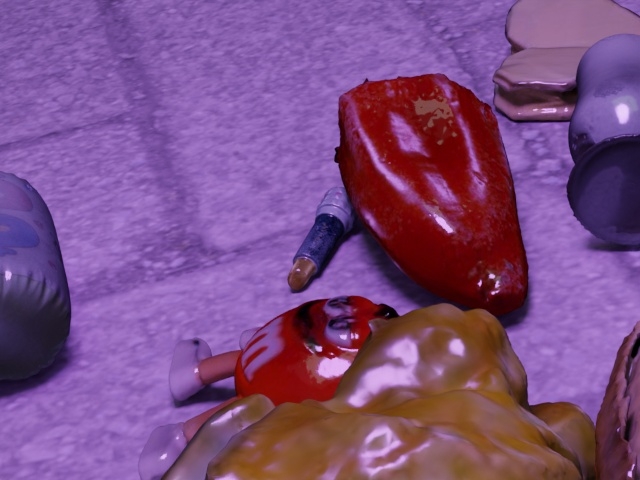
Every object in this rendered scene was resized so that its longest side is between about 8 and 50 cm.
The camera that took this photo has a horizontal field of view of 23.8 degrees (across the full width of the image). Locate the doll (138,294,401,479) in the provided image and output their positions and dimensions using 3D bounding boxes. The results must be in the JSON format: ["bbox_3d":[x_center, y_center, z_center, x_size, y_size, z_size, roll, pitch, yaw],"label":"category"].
[{"bbox_3d":[-0.018,0.099,1.095,0.217,0.085,0.183,-12,29,15],"label":"doll"}]

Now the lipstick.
[{"bbox_3d":[0.000,0.000,1.293,0.037,0.037,0.116,5,38,23],"label":"lipstick"}]

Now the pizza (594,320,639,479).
[{"bbox_3d":[0.333,0.119,0.684,0.406,0.130,0.440,-12,21,6],"label":"pizza"}]

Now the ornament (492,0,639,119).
[{"bbox_3d":[0.265,-0.185,1.495,0.180,0.059,0.201,1,36,16],"label":"ornament"}]

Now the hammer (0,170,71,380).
[{"bbox_3d":[-0.372,0.065,1.242,0.336,0.119,0.206,-20,32,-3],"label":"hammer"}]

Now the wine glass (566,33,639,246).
[{"bbox_3d":[0.263,-0.095,1.304,0.103,0.103,0.231,-4,28,11],"label":"wine glass"}]

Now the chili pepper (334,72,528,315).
[{"bbox_3d":[0.095,-0.033,1.242,0.136,0.144,0.252,-36,35,16],"label":"chili pepper"}]

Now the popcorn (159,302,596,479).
[{"bbox_3d":[0.035,0.170,0.834,0.276,0.225,0.276,-12,18,4],"label":"popcorn"}]
